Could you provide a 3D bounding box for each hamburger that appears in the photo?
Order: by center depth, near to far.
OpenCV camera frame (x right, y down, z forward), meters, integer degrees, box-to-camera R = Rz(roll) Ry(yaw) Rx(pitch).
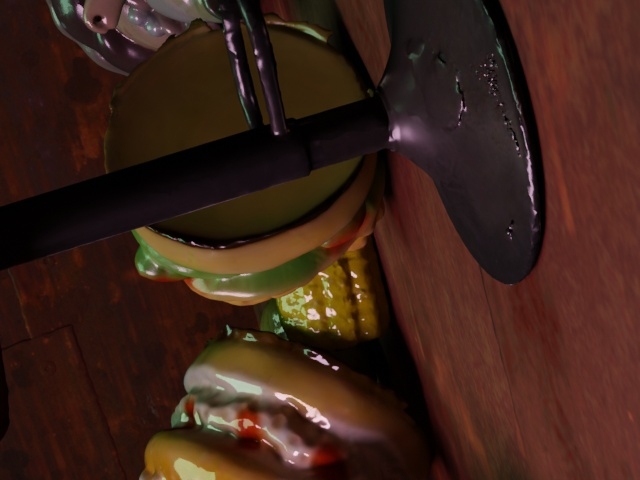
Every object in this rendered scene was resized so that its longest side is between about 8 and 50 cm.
[{"bbox_3d":[-0.059,-0.053,0.947,0.149,0.237,0.237,77,172,-60],"label":"hamburger"},{"bbox_3d":[-0.024,0.227,1.129,0.302,0.186,0.261,0,144,43],"label":"hamburger"}]

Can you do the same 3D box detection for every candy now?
[{"bbox_3d":[0.000,0.000,1.110,0.094,0.106,0.199,-50,-50,-76],"label":"candy"}]

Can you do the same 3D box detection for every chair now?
[{"bbox_3d":[-0.105,-0.020,0.652,0.226,0.400,0.227,161,90,-83],"label":"chair"}]

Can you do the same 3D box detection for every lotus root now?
[{"bbox_3d":[-0.008,0.105,1.321,0.125,0.118,0.221,-45,58,45],"label":"lotus root"}]

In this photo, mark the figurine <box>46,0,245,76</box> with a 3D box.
[{"bbox_3d":[-0.158,-0.270,1.206,0.248,0.203,0.380,35,174,-20],"label":"figurine"}]
